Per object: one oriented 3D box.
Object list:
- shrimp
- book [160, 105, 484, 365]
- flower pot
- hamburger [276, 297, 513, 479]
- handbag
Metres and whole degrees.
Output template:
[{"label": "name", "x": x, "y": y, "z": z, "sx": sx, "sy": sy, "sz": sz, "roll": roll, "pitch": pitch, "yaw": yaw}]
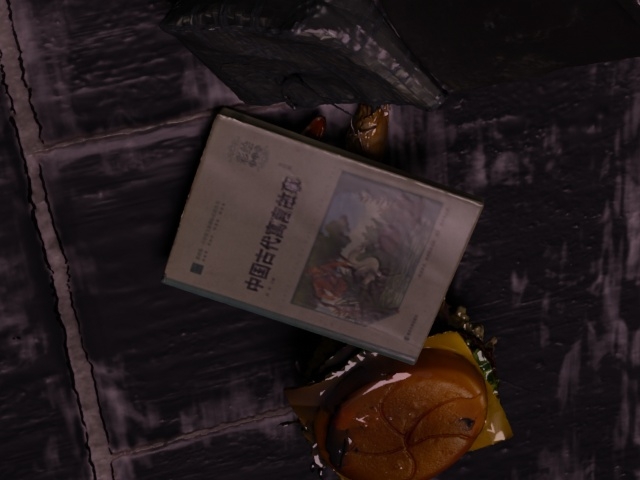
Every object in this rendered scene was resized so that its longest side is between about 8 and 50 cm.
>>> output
[{"label": "shrimp", "x": 0.020, "y": -0.105, "z": 1.895, "sx": 0.095, "sy": 0.045, "sz": 0.162, "roll": 11, "pitch": 134, "yaw": -1}, {"label": "book", "x": 0.000, "y": 0.000, "z": 1.904, "sx": 0.282, "sy": 0.025, "sz": 0.215, "roll": 17, "pitch": 119, "yaw": -6}, {"label": "flower pot", "x": 0.189, "y": -0.283, "z": 1.627, "sx": 0.251, "sy": 0.379, "sz": 0.379, "roll": -25, "pitch": 138, "yaw": 36}, {"label": "hamburger", "x": 0.077, "y": 0.167, "z": 2.080, "sx": 0.261, "sy": 0.139, "sz": 0.243, "roll": -24, "pitch": 132, "yaw": 2}, {"label": "handbag", "x": -0.023, "y": -0.174, "z": 1.702, "sx": 0.175, "sy": 0.270, "sz": 0.089, "roll": 47, "pitch": 64, "yaw": -38}]
